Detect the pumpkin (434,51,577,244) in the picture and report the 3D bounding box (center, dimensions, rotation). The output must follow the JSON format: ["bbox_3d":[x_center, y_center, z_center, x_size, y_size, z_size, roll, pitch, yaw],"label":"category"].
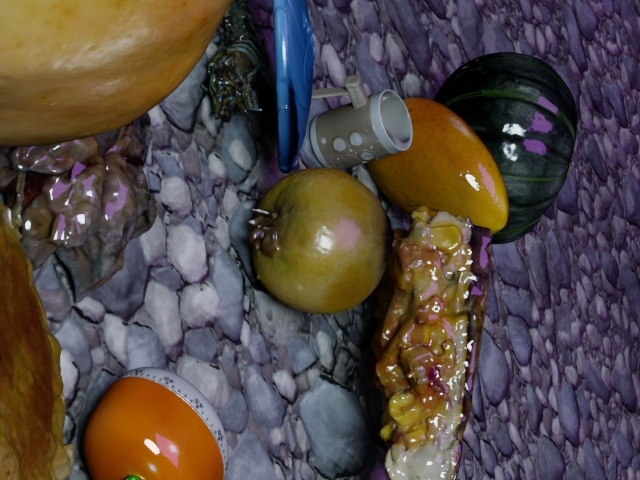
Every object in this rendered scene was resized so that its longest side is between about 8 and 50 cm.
[{"bbox_3d":[0.217,-0.117,1.743,0.250,0.216,0.249,-1,90,-80],"label":"pumpkin"}]

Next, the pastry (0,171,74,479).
[{"bbox_3d":[-0.257,0.084,0.837,0.329,0.136,0.329,-17,90,-78],"label":"pastry"}]

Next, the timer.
[{"bbox_3d":[-0.136,0.179,1.108,0.136,0.099,0.136,36,37,-34],"label":"timer"}]

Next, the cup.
[{"bbox_3d":[0.036,-0.127,1.543,0.102,0.099,0.074,31,50,-48],"label":"cup"}]

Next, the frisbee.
[{"bbox_3d":[-0.028,-0.189,1.404,0.242,0.045,0.242,177,-90,-89],"label":"frisbee"}]

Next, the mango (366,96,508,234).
[{"bbox_3d":[0.134,-0.080,1.602,0.217,0.141,0.102,43,31,27],"label":"mango"}]

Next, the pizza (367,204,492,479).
[{"bbox_3d":[0.109,0.100,1.457,0.408,0.114,0.277,-88,-177,-48],"label":"pizza"}]

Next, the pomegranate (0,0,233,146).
[{"bbox_3d":[-0.227,-0.260,0.900,0.411,0.411,0.411,33,49,-48],"label":"pomegranate"}]

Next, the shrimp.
[{"bbox_3d":[-0.077,-0.188,1.410,0.076,0.082,0.174,32,42,-43],"label":"shrimp"}]

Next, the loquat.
[{"bbox_3d":[0.000,0.000,1.385,0.163,0.137,0.163,3,86,-42],"label":"loquat"}]

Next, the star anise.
[{"bbox_3d":[-0.205,-0.080,1.126,0.236,0.109,0.223,61,36,-23],"label":"star anise"}]
